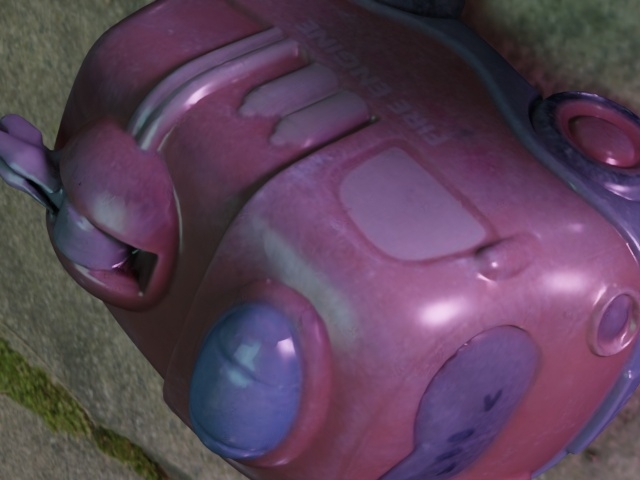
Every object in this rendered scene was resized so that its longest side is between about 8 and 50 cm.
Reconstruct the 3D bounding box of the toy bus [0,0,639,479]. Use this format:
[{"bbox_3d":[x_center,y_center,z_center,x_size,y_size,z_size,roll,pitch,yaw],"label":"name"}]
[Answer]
[{"bbox_3d":[0.000,0.000,0.629,0.294,0.232,0.197,46,132,22],"label":"toy bus"}]
